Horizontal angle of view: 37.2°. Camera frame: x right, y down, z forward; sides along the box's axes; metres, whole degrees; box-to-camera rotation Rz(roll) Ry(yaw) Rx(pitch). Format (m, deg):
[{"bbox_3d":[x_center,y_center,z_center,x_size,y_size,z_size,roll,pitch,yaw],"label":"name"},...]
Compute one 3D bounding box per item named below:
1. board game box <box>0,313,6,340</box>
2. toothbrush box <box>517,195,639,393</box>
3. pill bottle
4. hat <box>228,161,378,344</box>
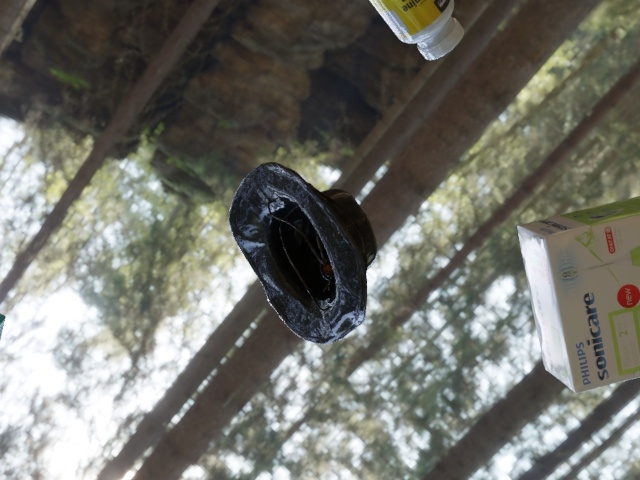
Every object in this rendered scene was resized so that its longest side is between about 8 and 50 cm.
[{"bbox_3d":[-0.356,0.164,0.798,0.047,0.160,0.210,27,-146,5],"label":"board game box"},{"bbox_3d":[0.422,0.053,1.224,0.122,0.283,0.206,-121,19,-81],"label":"toothbrush box"},{"bbox_3d":[0.138,-0.367,1.446,0.184,0.103,0.103,46,-162,-28],"label":"pill bottle"},{"bbox_3d":[0.000,0.000,1.511,0.134,0.331,0.331,-31,-112,-31],"label":"hat"}]
